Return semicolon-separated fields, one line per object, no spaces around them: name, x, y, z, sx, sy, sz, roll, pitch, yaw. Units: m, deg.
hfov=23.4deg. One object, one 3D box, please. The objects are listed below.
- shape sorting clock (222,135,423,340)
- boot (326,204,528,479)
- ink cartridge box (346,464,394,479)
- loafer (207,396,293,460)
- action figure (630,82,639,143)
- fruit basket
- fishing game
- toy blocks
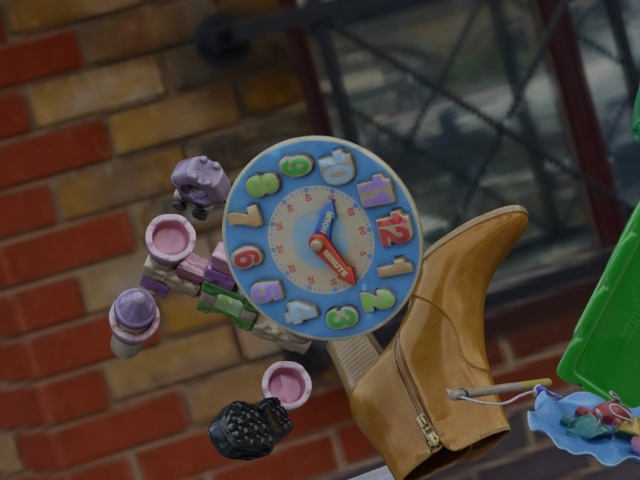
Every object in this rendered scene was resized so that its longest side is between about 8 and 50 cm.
shape sorting clock;0.000;0.000;1.503;0.206;0.206;0.040;-14;10;18
boot;0.159;0.121;1.698;0.295;0.211;0.104;-40;-31;12
ink cartridge box;0.032;0.449;1.974;0.296;0.261;0.066;-24;-28;25
loafer;-0.095;0.236;1.863;0.078;0.076;0.223;-33;-8;10
action figure;0.355;-0.171;1.558;0.137;0.063;0.232;112;-177;-52
fruit basket;0.507;0.055;1.928;0.283;0.392;0.392;34;29;21
fishing game;0.239;0.132;1.096;0.264;0.041;0.189;18;12;43
toy blocks;-0.099;0.035;2.024;0.288;0.309;0.260;24;-25;-2
